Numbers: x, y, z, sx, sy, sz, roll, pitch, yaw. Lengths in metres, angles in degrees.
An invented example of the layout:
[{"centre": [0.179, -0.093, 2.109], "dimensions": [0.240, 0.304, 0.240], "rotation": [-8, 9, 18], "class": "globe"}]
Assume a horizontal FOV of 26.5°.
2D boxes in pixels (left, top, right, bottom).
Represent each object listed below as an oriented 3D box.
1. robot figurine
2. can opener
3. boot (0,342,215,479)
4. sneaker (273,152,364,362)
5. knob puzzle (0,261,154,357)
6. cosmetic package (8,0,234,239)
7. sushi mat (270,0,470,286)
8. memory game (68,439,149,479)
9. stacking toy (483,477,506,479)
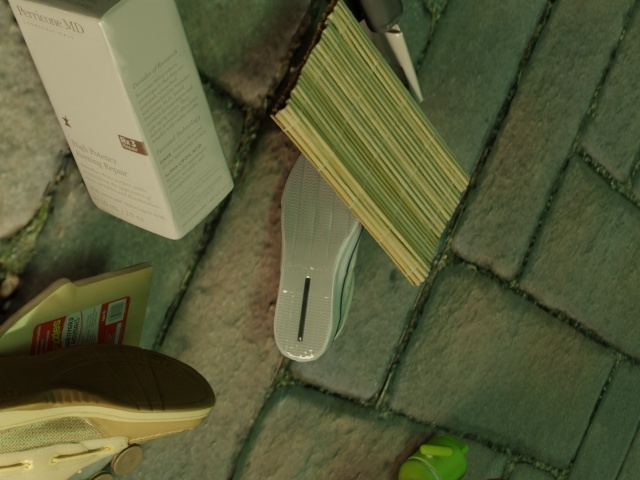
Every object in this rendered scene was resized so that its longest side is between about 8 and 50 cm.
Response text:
[{"centre": [0.150, 0.307, 1.818], "dimensions": [0.115, 0.067, 0.101], "rotation": [-32, 138, -39], "class": "robot figurine"}, {"centre": [0.033, -0.227, 1.379], "dimensions": [0.095, 0.076, 0.283], "rotation": [-51, 140, -24], "class": "can opener"}, {"centre": [-0.231, 0.199, 1.178], "dimensions": [0.262, 0.095, 0.203], "rotation": [-2, 123, -32], "class": "boot"}, {"centre": [0.000, 0.000, 1.462], "dimensions": [0.091, 0.094, 0.258], "rotation": [-25, 129, -80], "class": "sneaker"}, {"centre": [-0.246, 0.109, 1.218], "dimensions": [0.213, 0.030, 0.213], "rotation": [-33, 143, -29], "class": "knob puzzle"}, {"centre": [-0.163, -0.121, 1.141], "dimensions": [0.085, 0.117, 0.231], "rotation": [-47, 139, -29], "class": "cosmetic package"}, {"centre": [0.062, -0.094, 1.402], "dimensions": [0.316, 0.019, 0.151], "rotation": [48, 57, -44], "class": "sushi mat"}, {"centre": [-0.222, 0.189, 1.283], "dimensions": [0.186, 0.012, 0.186], "rotation": [-32, 142, -29], "class": "memory game"}, {"centre": [0.120, 0.410, 1.776], "dimensions": [0.279, 0.130, 0.309], "rotation": [-33, 155, 32], "class": "stacking toy"}]
